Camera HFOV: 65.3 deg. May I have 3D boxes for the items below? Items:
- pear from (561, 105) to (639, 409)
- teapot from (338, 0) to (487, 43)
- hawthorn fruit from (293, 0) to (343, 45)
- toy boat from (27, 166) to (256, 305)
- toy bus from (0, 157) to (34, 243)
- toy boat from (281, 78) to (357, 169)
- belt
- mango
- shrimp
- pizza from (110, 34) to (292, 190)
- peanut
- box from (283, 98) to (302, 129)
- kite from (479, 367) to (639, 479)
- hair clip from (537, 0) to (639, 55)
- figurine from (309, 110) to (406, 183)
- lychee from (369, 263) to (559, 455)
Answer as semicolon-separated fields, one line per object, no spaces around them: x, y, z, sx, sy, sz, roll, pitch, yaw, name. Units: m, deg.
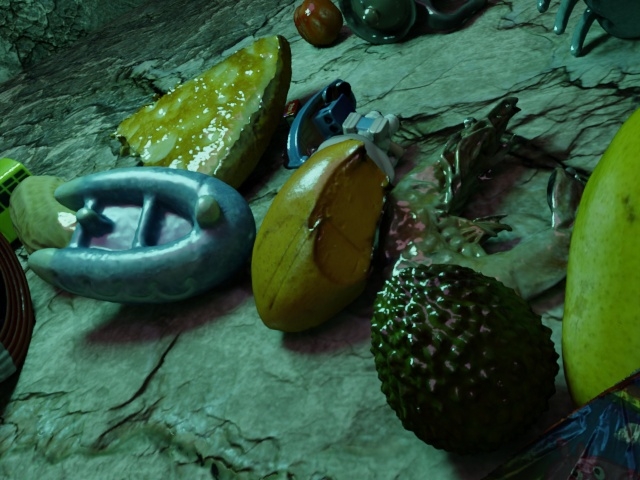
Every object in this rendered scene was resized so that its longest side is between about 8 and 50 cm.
0.318;0.023;0.336;0.285;0.285;0.336;11;61;36;pear
0.186;-0.548;1.116;0.285;0.305;0.223;-62;15;-26;teapot
-0.008;-0.541;1.230;0.128;0.128;0.128;-15;41;14;hawthorn fruit
-0.260;-0.021;0.729;0.330;0.123;0.215;5;61;6;toy boat
-0.706;-0.044;1.044;0.128;0.150;0.262;16;56;41;toy bus
0.011;-0.196;0.863;0.097;0.100;0.223;-11;39;42;toy boat
-0.553;0.103;0.752;0.115;0.227;0.324;-25;59;2;belt
0.000;0.000;0.625;0.154;0.126;0.252;28;88;7;mango
0.209;-0.051;0.626;0.247;0.085;0.360;14;59;30;shrimp
-0.255;-0.228;1.021;0.406;0.130;0.440;5;60;33;pizza
-0.461;-0.024;0.907;0.325;0.140;0.153;27;23;36;peanut
-0.038;-0.209;0.916;0.023;0.082;0.051;-10;43;23;box
0.209;0.182;0.303;0.321;0.016;0.234;7;94;49;kite
0.442;-0.422;0.700;0.238;0.318;0.392;7;77;51;hair clip
0.055;-0.122;0.752;0.137;0.112;0.229;22;56;18;figurine
0.115;0.096;0.433;0.171;0.171;0.171;-15;41;14;lychee
